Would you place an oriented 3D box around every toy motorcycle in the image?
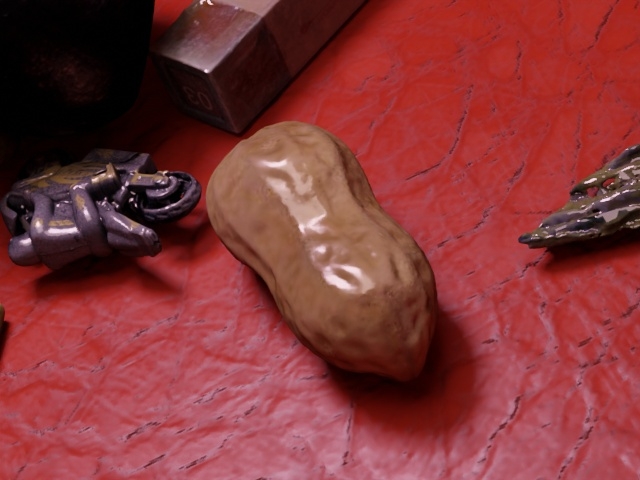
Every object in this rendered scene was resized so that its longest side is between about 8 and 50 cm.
[{"bbox_3d":[-0.185,-0.022,1.533,0.193,0.061,0.124,12,49,39],"label":"toy motorcycle"}]

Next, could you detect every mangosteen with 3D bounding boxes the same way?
[{"bbox_3d":[-0.252,-0.177,1.588,0.233,0.287,0.287,7,41,-20],"label":"mangosteen"}]

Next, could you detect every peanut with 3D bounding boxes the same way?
[{"bbox_3d":[0.000,0.000,1.391,0.123,0.123,0.257,-31,42,-7],"label":"peanut"}]

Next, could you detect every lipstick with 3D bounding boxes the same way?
[{"bbox_3d":[0.011,-0.245,1.647,0.079,0.076,0.371,23,61,39],"label":"lipstick"}]

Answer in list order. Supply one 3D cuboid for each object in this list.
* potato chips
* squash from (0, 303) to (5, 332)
[{"bbox_3d":[0.240,-0.037,1.390,0.207,0.028,0.092,-11,45,11],"label":"potato chips"},{"bbox_3d":[-0.258,0.083,1.491,0.027,0.027,0.083,-8,48,17],"label":"squash"}]
